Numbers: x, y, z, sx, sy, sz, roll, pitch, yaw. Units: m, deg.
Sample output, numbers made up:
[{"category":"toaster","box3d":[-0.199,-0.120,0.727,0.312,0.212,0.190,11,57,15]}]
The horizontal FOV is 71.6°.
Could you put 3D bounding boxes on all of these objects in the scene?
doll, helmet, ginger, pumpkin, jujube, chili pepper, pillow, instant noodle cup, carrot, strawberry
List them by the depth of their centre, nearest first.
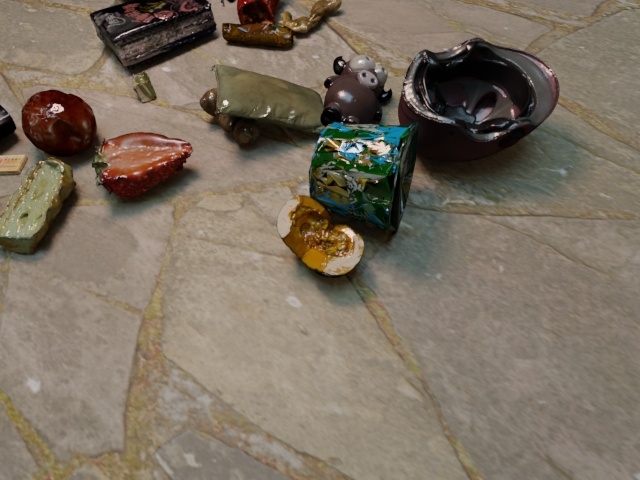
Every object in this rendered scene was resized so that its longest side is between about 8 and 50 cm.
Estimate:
[{"category":"pumpkin","box3d":[0.000,0.000,0.899,0.183,0.107,0.119,42,77,11]},{"category":"instant noodle cup","box3d":[0.090,-0.140,0.919,0.178,0.240,0.240,14,59,17]},{"category":"helmet","box3d":[0.335,-0.295,1.013,0.338,0.197,0.271,-11,65,-11]},{"category":"strawberry","box3d":[-0.425,-0.190,1.068,0.228,0.098,0.174,-26,59,-16]},{"category":"pillow","box3d":[-0.122,-0.349,1.110,0.302,0.075,0.185,6,51,-24]},{"category":"doll","box3d":[0.086,-0.372,1.127,0.182,0.117,0.257,33,62,-9]},{"category":"ginger","box3d":[-0.228,-0.317,1.140,0.204,0.080,0.104,45,38,20]},{"category":"jujube","box3d":[-0.677,-0.309,1.143,0.168,0.168,0.236,-38,47,-19]},{"category":"carrot","box3d":[-0.196,-0.632,1.363,0.229,0.069,0.069,9,58,11]},{"category":"ginger","box3d":[-0.032,-0.709,1.407,0.193,0.052,0.176,-2,56,13]},{"category":"chili pepper","box3d":[-0.184,-0.824,1.441,0.131,0.134,0.338,-7,57,28]}]

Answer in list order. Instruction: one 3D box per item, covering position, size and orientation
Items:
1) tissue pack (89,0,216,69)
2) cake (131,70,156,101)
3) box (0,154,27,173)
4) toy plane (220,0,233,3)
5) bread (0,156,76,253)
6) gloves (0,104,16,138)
[{"category":"tissue pack","box3d":[-0.520,-0.677,1.387,0.332,0.123,0.245,-31,54,-19]},{"category":"cake","box3d":[-0.519,-0.460,1.281,0.051,0.055,0.140,-28,57,-6]},{"category":"box","box3d":[-0.817,-0.197,1.152,0.093,0.015,0.058,-2,55,3]},{"category":"toy plane","box3d":[-0.325,-0.873,1.547,0.060,0.037,0.145,-19,61,5]},{"category":"bread","box3d":[-0.649,-0.082,1.025,0.128,0.088,0.232,3,63,17]},{"category":"gloves","box3d":[-0.921,-0.275,1.162,0.164,0.124,0.203,24,52,40]}]
